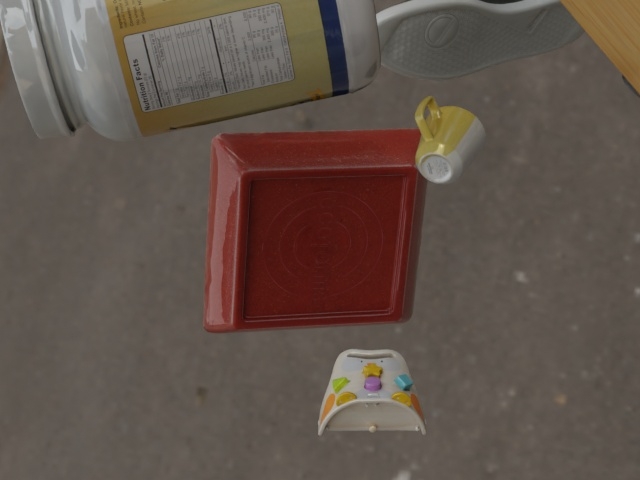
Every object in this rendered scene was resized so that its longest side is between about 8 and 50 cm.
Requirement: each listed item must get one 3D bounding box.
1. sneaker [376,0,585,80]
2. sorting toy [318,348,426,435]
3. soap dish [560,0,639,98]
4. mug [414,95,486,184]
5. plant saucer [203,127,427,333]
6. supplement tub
[{"bbox_3d":[0.154,-0.271,1.847,0.147,0.295,0.105,53,144,39],"label":"sneaker"},{"bbox_3d":[0.040,0.112,1.255,0.075,0.083,0.045,-91,0,-53],"label":"sorting toy"},{"bbox_3d":[0.218,-0.223,0.999,0.118,0.229,0.291,-39,3,39],"label":"soap dish"},{"bbox_3d":[0.114,-0.090,1.546,0.062,0.078,0.064,-54,4,42],"label":"mug"},{"bbox_3d":[0.000,0.000,1.862,0.048,0.259,0.258,-117,28,-59],"label":"plant saucer"},{"bbox_3d":[-0.120,-0.217,1.457,0.228,0.316,0.228,168,90,-88],"label":"supplement tub"}]
